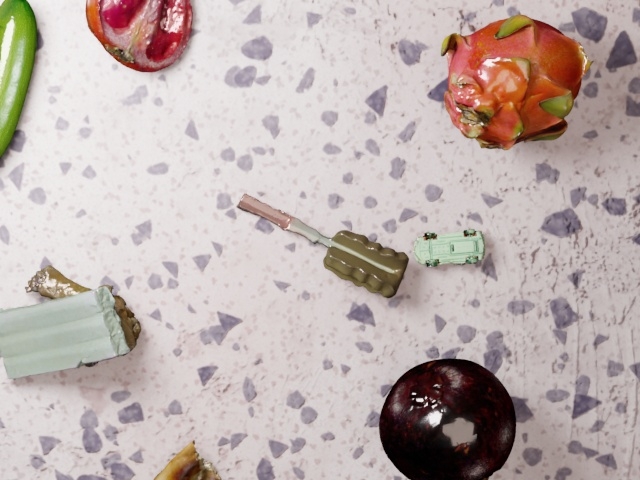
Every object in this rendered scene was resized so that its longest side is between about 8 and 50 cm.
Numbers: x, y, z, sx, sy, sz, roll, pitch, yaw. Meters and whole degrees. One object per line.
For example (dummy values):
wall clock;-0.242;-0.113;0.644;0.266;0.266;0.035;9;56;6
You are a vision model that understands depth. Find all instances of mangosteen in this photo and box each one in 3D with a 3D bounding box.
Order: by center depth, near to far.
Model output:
mangosteen;0.218;0.317;1.873;0.228;0.228;0.265;-33;128;-2

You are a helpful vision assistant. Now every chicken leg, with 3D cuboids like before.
chicken leg;-0.379;0.112;1.855;0.125;0.080;0.196;-36;99;14

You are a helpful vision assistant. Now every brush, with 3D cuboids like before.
brush;0.000;0.000;1.898;0.301;0.071;0.084;25;76;1

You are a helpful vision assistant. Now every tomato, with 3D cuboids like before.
tomato;-0.299;-0.367;1.813;0.189;0.099;0.173;40;72;-46

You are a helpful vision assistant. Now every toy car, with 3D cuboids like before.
toy car;0.217;0.013;1.928;0.121;0.035;0.059;-5;96;3

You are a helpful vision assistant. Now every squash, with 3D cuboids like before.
squash;-0.505;-0.241;1.806;0.082;0.082;0.293;15;95;-7

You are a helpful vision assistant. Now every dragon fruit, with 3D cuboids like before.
dragon fruit;0.302;-0.248;1.828;0.227;0.224;0.224;-23;97;-9

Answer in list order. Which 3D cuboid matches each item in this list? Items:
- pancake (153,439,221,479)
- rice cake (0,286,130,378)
pancake;-0.228;0.488;1.915;0.212;0.056;0.257;-31;97;-2
rice cake;-0.418;0.151;1.820;0.237;0.043;0.127;-11;102;26
